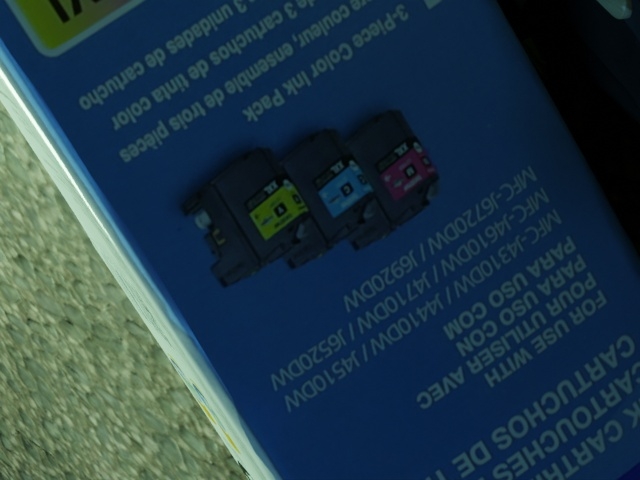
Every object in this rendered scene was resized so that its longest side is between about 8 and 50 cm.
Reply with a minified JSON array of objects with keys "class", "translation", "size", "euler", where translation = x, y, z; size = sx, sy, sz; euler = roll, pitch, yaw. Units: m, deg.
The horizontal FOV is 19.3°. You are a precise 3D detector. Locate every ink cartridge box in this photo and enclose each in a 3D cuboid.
[{"class":"ink cartridge box","translation":[0.000,0.000,0.707],"size":[0.395,0.151,0.270],"euler":[60,173,-17]}]

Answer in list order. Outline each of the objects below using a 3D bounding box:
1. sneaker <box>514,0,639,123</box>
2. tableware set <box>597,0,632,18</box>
[{"class":"sneaker","translation":[0.140,-0.072,0.575],"size":[0.234,0.084,0.097],"euler":[17,125,60]},{"class":"tableware set","translation":[0.062,-0.152,0.568],"size":[0.141,0.020,0.169],"euler":[49,141,47]}]
